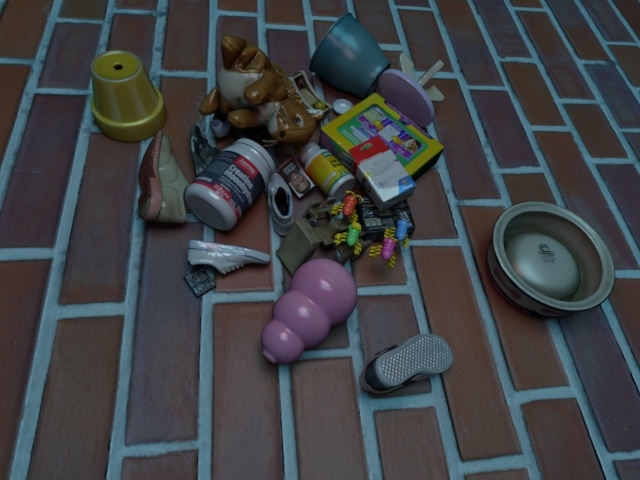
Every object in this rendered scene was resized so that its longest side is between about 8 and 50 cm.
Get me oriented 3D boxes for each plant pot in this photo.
[{"bbox_3d":[-0.692,-0.523,1.642,0.253,0.239,0.254,4,58,-7],"label":"plant pot"},{"bbox_3d":[0.135,-0.725,1.890,0.255,0.272,0.272,40,61,1],"label":"plant pot"}]

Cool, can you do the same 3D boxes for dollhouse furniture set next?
[{"bbox_3d":[0.000,0.000,1.518,0.242,0.161,0.212,-16,61,-42],"label":"dollhouse furniture set"}]

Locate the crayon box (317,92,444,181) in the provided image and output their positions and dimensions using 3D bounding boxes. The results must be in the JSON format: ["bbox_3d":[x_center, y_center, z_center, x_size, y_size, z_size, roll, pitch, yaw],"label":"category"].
[{"bbox_3d":[0.227,-0.356,1.757,0.313,0.106,0.363,-39,72,-24],"label":"crayon box"}]

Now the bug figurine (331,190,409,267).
[{"bbox_3d":[0.166,-0.035,1.461,0.278,0.072,0.216,24,49,-8],"label":"bug figurine"}]

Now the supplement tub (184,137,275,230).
[{"bbox_3d":[-0.292,-0.185,1.522,0.191,0.191,0.272,29,61,9],"label":"supplement tub"}]

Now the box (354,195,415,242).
[{"bbox_3d":[0.218,-0.077,1.604,0.180,0.078,0.148,-6,61,-12],"label":"box"}]

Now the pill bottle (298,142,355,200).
[{"bbox_3d":[0.017,-0.250,1.654,0.117,0.118,0.208,-33,68,-24],"label":"pill bottle"}]

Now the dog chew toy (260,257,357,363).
[{"bbox_3d":[-0.042,0.210,1.331,0.206,0.207,0.332,36,69,13],"label":"dog chew toy"}]

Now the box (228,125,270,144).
[{"bbox_3d":[-0.283,-0.417,1.763,0.116,0.029,0.162,-35,69,-24],"label":"box"}]

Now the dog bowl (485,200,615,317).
[{"bbox_3d":[0.742,0.075,1.551,0.407,0.150,0.408,3,59,-6],"label":"dog bowl"}]

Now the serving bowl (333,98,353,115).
[{"bbox_3d":[0.090,-0.537,1.891,0.083,0.027,0.084,4,59,-7],"label":"serving bowl"}]

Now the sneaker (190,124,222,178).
[{"bbox_3d":[-0.396,-0.314,1.652,0.130,0.087,0.228,-12,65,-17],"label":"sneaker"}]

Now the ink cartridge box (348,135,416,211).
[{"bbox_3d":[0.202,-0.230,1.582,0.134,0.078,0.231,-27,70,-12],"label":"ink cartridge box"}]

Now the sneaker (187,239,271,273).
[{"bbox_3d":[-0.287,0.059,1.450,0.257,0.094,0.092,9,90,-11],"label":"sneaker"}]

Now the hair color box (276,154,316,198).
[{"bbox_3d":[-0.085,-0.224,1.634,0.072,0.043,0.141,-39,83,9],"label":"hair color box"}]

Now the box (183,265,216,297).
[{"bbox_3d":[-0.372,0.127,1.427,0.067,0.018,0.083,-32,69,-24],"label":"box"}]

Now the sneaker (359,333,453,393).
[{"bbox_3d":[0.243,0.352,1.334,0.320,0.127,0.126,-2,62,-39],"label":"sneaker"}]

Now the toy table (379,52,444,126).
[{"bbox_3d":[0.377,-0.611,1.870,0.274,0.252,0.161,47,65,-24],"label":"toy table"}]

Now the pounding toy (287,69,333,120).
[{"bbox_3d":[-0.050,-0.585,1.825,0.269,0.154,0.154,43,62,16],"label":"pounding toy"}]

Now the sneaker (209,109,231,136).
[{"bbox_3d":[-0.356,-0.491,1.732,0.085,0.086,0.237,7,56,0],"label":"sneaker"}]

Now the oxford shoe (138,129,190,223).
[{"bbox_3d":[-0.524,-0.209,1.566,0.146,0.140,0.397,17,47,-35],"label":"oxford shoe"}]

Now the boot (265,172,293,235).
[{"bbox_3d":[-0.132,-0.152,1.569,0.095,0.123,0.259,-8,61,-13],"label":"boot"}]

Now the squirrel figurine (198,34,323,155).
[{"bbox_3d":[-0.155,-0.480,1.615,0.370,0.281,0.397,36,27,6],"label":"squirrel figurine"}]
